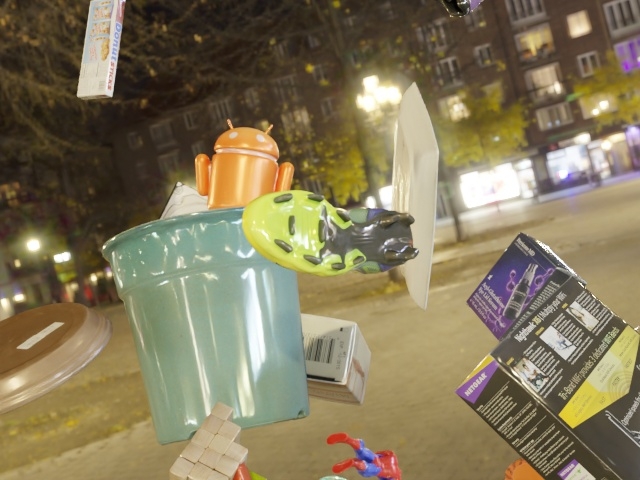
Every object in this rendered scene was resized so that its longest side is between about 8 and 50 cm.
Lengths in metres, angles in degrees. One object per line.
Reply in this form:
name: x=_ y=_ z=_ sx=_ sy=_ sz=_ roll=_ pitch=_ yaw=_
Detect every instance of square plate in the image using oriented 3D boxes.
square plate: x=0.180 y=-0.095 z=1.643 sx=0.049 sy=0.344 sz=0.347 roll=-1 pitch=31 yaw=-1

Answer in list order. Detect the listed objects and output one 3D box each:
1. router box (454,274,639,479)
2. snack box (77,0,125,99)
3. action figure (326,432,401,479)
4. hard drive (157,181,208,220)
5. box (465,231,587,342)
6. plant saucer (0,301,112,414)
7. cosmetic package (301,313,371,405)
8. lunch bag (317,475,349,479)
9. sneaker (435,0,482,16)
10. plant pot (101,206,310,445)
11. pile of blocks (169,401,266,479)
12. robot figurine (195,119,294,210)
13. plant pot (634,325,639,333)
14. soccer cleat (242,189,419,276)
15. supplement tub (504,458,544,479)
router box: x=0.346 y=0.197 z=1.069 sx=0.309 sy=0.243 sz=0.081 roll=-25 pitch=-26 yaw=-51
snack box: x=-0.379 y=-0.332 z=1.428 sx=0.064 sy=0.178 sz=0.022 roll=0 pitch=-11 yaw=28
action figure: x=0.073 y=0.478 z=1.731 sx=0.139 sy=0.091 sz=0.280 roll=-25 pitch=-34 yaw=23
hard drive: x=-0.252 y=0.032 z=2.041 sx=0.339 sy=0.236 sz=0.064 roll=27 pitch=-3 yaw=-13
box: x=0.442 y=0.113 z=1.787 sx=0.108 sy=0.207 sz=0.153 roll=24 pitch=18 yaw=-32
plant saucer: x=-0.430 y=0.161 z=1.158 sx=0.278 sy=0.041 sz=0.278 roll=-16 pitch=20 yaw=6
cosmetic package: x=0.011 y=0.252 z=1.714 sx=0.153 sy=0.129 sz=0.296 roll=6 pitch=-17 yaw=13
lunch bag: x=0.024 y=0.481 z=1.135 sx=0.279 sy=0.224 sz=0.108 roll=-58 pitch=-7 yaw=-35
sneaker: x=0.264 y=-0.648 z=1.958 sx=0.124 sy=0.283 sz=0.107 roll=-48 pitch=-2 yaw=-33
plant pot: x=-0.169 y=0.152 z=1.380 sx=0.341 sy=0.334 sz=0.341 roll=-11 pitch=-11 yaw=-2
pile of blocks: x=-0.129 y=0.373 z=0.994 sx=0.113 sy=0.362 sz=0.149 roll=24 pitch=22 yaw=13
robot figurine: x=-0.148 y=-0.118 z=1.560 sx=0.158 sy=0.219 sz=0.128 roll=2 pitch=-7 yaw=42
plant pot: x=0.650 y=0.254 z=1.527 sx=0.284 sy=0.284 sz=0.191 roll=-15 pitch=16 yaw=-17
soccer cleat: x=0.000 y=0.001 z=0.963 sx=0.121 sy=0.093 sz=0.289 roll=-11 pitch=-10 yaw=38
supplement tub: x=0.360 y=0.461 z=1.368 sx=0.117 sy=0.190 sz=0.117 roll=-9 pitch=26 yaw=4
